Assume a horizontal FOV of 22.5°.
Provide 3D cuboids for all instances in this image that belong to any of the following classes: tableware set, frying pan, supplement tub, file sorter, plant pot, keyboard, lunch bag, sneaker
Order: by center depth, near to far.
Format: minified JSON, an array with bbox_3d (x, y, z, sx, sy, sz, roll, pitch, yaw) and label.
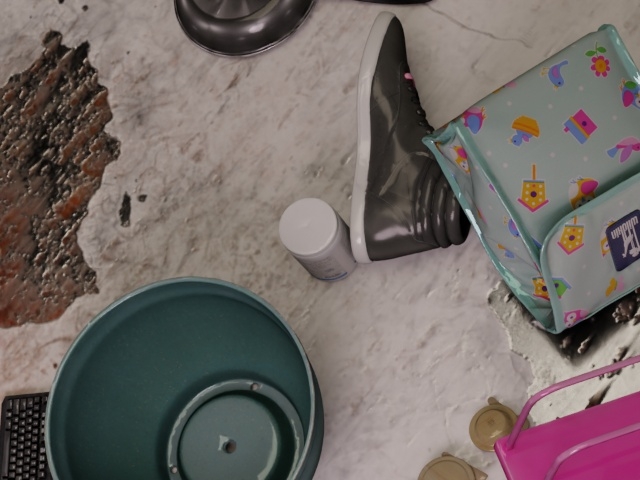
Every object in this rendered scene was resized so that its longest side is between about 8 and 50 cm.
[{"bbox_3d":[0.326,0.268,1.555,0.202,0.182,0.291,-17,66,-11],"label":"file sorter"},{"bbox_3d":[0.190,0.244,1.702,0.141,0.020,0.169,31,75,33],"label":"tableware set"},{"bbox_3d":[0.272,-0.059,1.707,0.223,0.160,0.262,-31,90,-14],"label":"lunch bag"},{"bbox_3d":[-0.121,0.208,1.727,0.293,0.196,0.293,-5,69,15],"label":"plant pot"},{"bbox_3d":[0.000,0.000,1.813,0.071,0.107,0.071,-5,70,14],"label":"supplement tub"},{"bbox_3d":[0.117,-0.118,1.829,0.147,0.104,0.296,0,77,14],"label":"sneaker"},{"bbox_3d":[-0.327,0.265,1.863,0.108,0.023,0.180,-5,71,14],"label":"keyboard"},{"bbox_3d":[-0.044,-0.293,1.966,0.326,0.053,0.197,28,82,26],"label":"frying pan"}]
